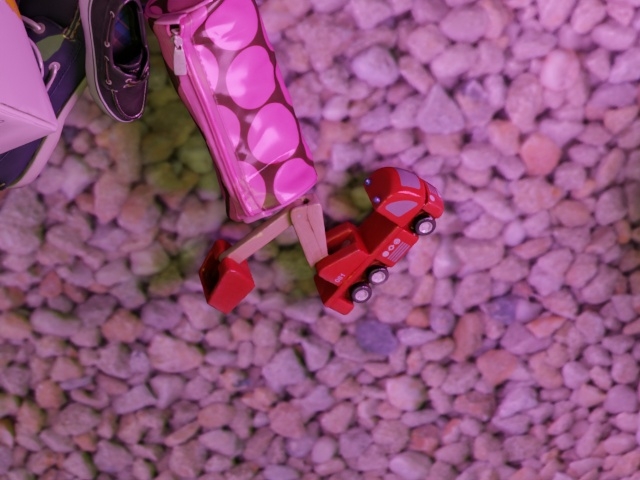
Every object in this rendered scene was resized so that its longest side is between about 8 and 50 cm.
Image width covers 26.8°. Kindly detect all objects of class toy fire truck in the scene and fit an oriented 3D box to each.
[{"bbox_3d":[0.000,0.000,1.173,0.135,0.047,0.192,29,114,-33],"label":"toy fire truck"}]

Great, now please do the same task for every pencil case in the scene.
[{"bbox_3d":[-0.073,-0.113,1.090,0.095,0.098,0.209,-14,120,17],"label":"pencil case"}]

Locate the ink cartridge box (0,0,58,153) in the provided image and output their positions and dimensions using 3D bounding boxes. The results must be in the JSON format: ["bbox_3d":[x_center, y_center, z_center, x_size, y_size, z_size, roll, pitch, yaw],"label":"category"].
[{"bbox_3d":[-0.320,-0.161,0.941,0.171,0.168,0.232,-21,84,9],"label":"ink cartridge box"}]

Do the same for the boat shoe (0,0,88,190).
[{"bbox_3d":[-0.234,-0.147,1.055,0.095,0.079,0.254,45,119,20],"label":"boat shoe"}]

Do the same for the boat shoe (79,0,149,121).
[{"bbox_3d":[-0.153,-0.140,1.031,0.049,0.040,0.142,-38,147,-25],"label":"boat shoe"}]
